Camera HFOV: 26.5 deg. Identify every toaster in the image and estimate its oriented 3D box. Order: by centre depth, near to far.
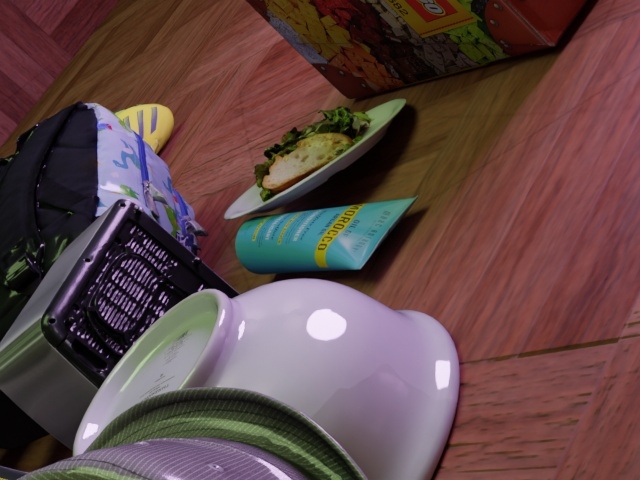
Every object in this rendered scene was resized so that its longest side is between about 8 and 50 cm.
[{"bbox_3d":[-0.154,0.089,1.097,0.110,0.168,0.185,-35,21,40],"label":"toaster"}]

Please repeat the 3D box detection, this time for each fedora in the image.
[{"bbox_3d":[-0.094,0.182,0.673,0.275,0.124,0.243,17,81,38],"label":"fedora"}]

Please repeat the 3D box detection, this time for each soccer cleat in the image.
[{"bbox_3d":[-0.275,-0.103,1.848,0.289,0.121,0.093,-39,-38,-49],"label":"soccer cleat"}]

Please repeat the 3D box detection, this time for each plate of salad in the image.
[{"bbox_3d":[-0.011,-0.083,1.248,0.200,0.048,0.200,-33,10,7],"label":"plate of salad"}]

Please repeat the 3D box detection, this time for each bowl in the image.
[{"bbox_3d":[-0.063,0.126,0.872,0.298,0.134,0.298,-41,21,19],"label":"bowl"}]

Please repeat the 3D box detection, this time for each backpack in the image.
[{"bbox_3d":[-0.259,0.014,1.395,0.290,0.273,0.355,-44,41,18],"label":"backpack"}]

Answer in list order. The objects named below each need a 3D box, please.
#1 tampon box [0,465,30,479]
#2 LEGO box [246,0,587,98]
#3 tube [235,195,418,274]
[{"bbox_3d":[-0.224,0.255,0.934,0.102,0.120,0.161,10,48,18],"label":"tampon box"},{"bbox_3d":[0.181,-0.393,1.277,0.500,0.193,0.372,-54,19,-18],"label":"LEGO box"},{"bbox_3d":[0.000,0.000,1.125,0.207,0.052,0.080,-5,45,58],"label":"tube"}]
